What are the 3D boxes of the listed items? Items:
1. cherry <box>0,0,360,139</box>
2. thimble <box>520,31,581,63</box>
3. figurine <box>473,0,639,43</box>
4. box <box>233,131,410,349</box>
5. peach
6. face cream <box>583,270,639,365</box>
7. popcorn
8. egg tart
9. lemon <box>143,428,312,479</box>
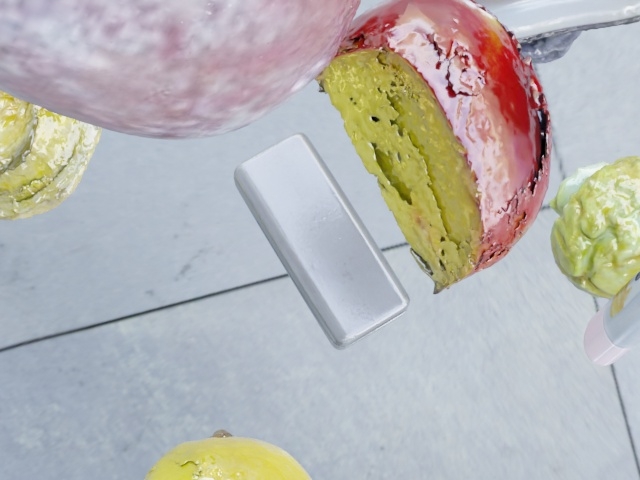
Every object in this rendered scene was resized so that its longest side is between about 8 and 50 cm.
[{"bbox_3d":[-0.091,-0.169,0.527,0.285,0.213,0.236,48,66,-22],"label":"cherry"},{"bbox_3d":[0.175,-0.234,1.177,0.150,0.150,0.097,8,59,6],"label":"thimble"},{"bbox_3d":[0.154,-0.252,0.982,0.250,0.166,0.141,1,133,29],"label":"figurine"},{"bbox_3d":[0.000,0.000,1.488,0.103,0.055,0.243,-30,80,-11],"label":"box"},{"bbox_3d":[0.075,-0.064,0.728,0.092,0.127,0.172,-34,59,40],"label":"peach"},{"bbox_3d":[0.367,0.063,1.447,0.057,0.084,0.198,34,137,-2],"label":"face cream"},{"bbox_3d":[0.409,-0.014,1.677,0.204,0.221,0.183,-46,43,32],"label":"popcorn"},{"bbox_3d":[-0.300,-0.117,1.247,0.191,0.074,0.191,-3,81,22],"label":"egg tart"},{"bbox_3d":[-0.126,0.416,1.770,0.297,0.297,0.297,0,93,7],"label":"lemon"}]
